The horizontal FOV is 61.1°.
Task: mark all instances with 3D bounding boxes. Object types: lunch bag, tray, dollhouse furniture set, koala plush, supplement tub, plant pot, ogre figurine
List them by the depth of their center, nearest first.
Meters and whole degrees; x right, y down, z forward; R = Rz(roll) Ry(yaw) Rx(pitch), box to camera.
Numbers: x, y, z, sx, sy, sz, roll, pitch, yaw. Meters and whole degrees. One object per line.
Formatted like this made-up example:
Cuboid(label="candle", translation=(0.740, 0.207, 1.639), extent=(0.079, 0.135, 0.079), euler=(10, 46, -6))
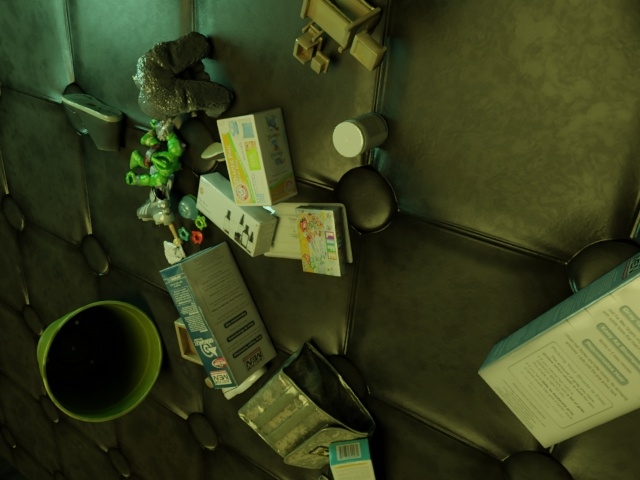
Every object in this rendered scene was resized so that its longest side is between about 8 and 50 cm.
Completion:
Cuboid(label="dollhouse furniture set", translation=(0.054, -0.376, 1.041), extent=(0.182, 0.101, 0.161), euler=(45, 153, 11))
Cuboid(label="supplement tub", translation=(0.080, -0.208, 1.060), extent=(0.070, 0.107, 0.071), euler=(15, 117, 31))
Cuboid(label="koala plush", translation=(-0.363, -0.351, 1.281), extent=(0.221, 0.203, 0.196), euler=(-15, 100, 51))
Cuboid(label="tray", translation=(-0.052, -0.018, 1.289), extent=(0.270, 0.030, 0.145), euler=(3, 110, 35))
Cuboid(label="lunch bag", translation=(-0.028, 0.451, 1.390), extent=(0.287, 0.169, 0.235), euler=(44, 125, 2))
Cuboid(label="ogre figurine", translation=(-0.429, -0.216, 1.427), extent=(0.118, 0.097, 0.197), euler=(33, 81, 14))
Cuboid(label="plant pot", translation=(-0.771, 0.376, 1.806), extent=(0.352, 0.366, 0.367), euler=(-3, 108, 50))

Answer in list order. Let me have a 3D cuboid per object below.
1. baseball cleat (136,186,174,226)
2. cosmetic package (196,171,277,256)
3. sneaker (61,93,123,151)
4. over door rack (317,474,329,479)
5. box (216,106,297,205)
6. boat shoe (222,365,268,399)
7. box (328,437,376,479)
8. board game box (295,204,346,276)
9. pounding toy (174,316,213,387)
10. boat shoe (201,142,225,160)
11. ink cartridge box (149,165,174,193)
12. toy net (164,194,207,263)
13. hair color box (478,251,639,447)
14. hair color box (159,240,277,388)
Cuboid(label="baseball cleat", translation=(-0.457, -0.101, 1.509), extent=(0.205, 0.072, 0.110), euler=(12, 106, 49))
Cuboid(label="cosmetic package", translation=(-0.213, -0.068, 1.338), extent=(0.239, 0.060, 0.099), euler=(37, 125, 31))
Cuboid(label="sneaker", translation=(-0.660, -0.338, 1.554), extent=(0.221, 0.083, 0.118), euler=(28, 124, 22))
Cuboid(label="over door rack", translation=(0.059, 0.870, 1.544), extent=(0.324, 0.108, 0.240), euler=(38, 126, 17))
Cuboid(label="box", translation=(-0.141, -0.186, 1.232), extent=(0.114, 0.103, 0.203), euler=(1, 110, 35))
Cuboid(label="boat shoe", translation=(-0.236, 0.395, 1.565), extent=(0.076, 0.083, 0.226), euler=(52, 130, 4))
Cuboid(label="box", translation=(0.089, 0.592, 1.358), extent=(0.100, 0.060, 0.244), euler=(-10, 129, 3))
Cuboid(label="board game box", translation=(0.000, 0.000, 1.221), extent=(0.103, 0.026, 0.154), euler=(5, 112, 34))
Cuboid(label="pounding toy", translation=(-0.312, 0.322, 1.585), extent=(0.180, 0.094, 0.206), euler=(11, 120, 30))
Cuboid(label="boat shoe", translation=(-0.237, -0.215, 1.329), extent=(0.136, 0.049, 0.043), euler=(-8, 144, 37))
Cuboid(label="ink cartridge box", translation=(-0.433, -0.169, 1.499), extent=(0.083, 0.028, 0.048), euler=(34, 127, 20))
Cuboid(label="toy net", translation=(-0.373, -0.013, 1.516), extent=(0.122, 0.045, 0.232), euler=(40, 129, 13))
Cuboid(label="hair color box", translation=(0.481, 0.193, 0.942), extent=(0.185, 0.113, 0.374), euler=(49, 130, 8))
Cuboid(label="hair color box", translation=(-0.267, 0.197, 1.443), extent=(0.105, 0.173, 0.348), euler=(-18, 98, 40))
